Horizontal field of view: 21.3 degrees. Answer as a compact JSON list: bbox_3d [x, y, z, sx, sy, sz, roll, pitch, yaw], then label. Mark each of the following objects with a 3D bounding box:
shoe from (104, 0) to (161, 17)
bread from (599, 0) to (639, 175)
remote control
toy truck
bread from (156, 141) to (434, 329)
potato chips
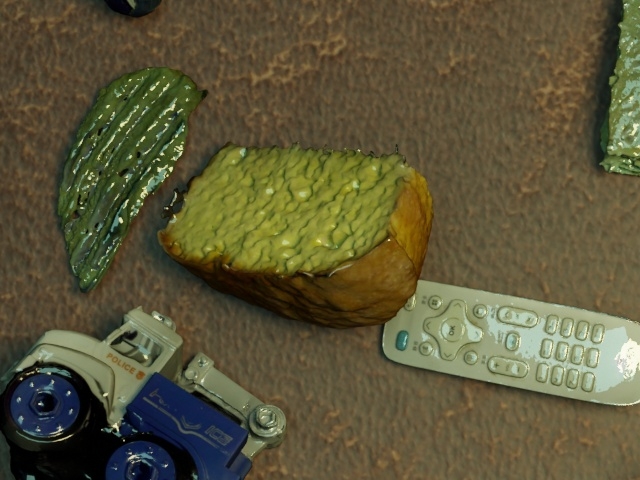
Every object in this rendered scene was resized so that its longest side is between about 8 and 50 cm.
[{"bbox_3d":[-0.218,-0.268,1.468,0.207,0.091,0.106,47,111,6],"label":"shoe"},{"bbox_3d":[0.295,-0.119,1.395,0.172,0.064,0.232,-34,78,-1],"label":"bread"},{"bbox_3d":[0.165,0.083,1.391,0.229,0.044,0.073,10,89,16],"label":"remote control"},{"bbox_3d":[-0.147,0.147,1.372,0.213,0.161,0.177,33,67,10],"label":"toy truck"},{"bbox_3d":[0.001,0.004,1.370,0.260,0.134,0.129,10,62,44],"label":"bread"},{"bbox_3d":[-0.176,-0.059,1.455,0.092,0.028,0.207,28,84,10],"label":"potato chips"}]
